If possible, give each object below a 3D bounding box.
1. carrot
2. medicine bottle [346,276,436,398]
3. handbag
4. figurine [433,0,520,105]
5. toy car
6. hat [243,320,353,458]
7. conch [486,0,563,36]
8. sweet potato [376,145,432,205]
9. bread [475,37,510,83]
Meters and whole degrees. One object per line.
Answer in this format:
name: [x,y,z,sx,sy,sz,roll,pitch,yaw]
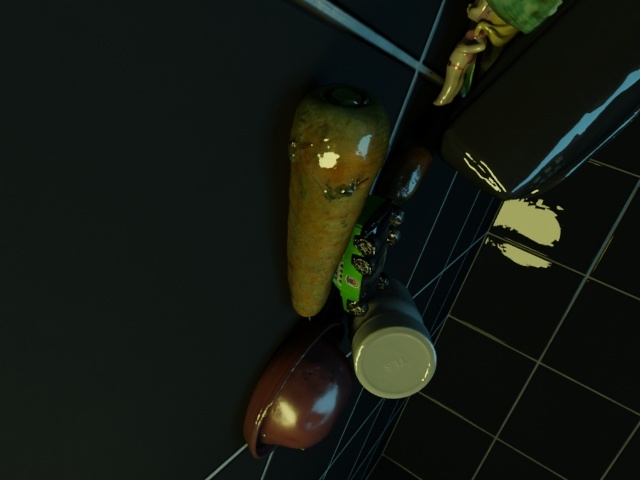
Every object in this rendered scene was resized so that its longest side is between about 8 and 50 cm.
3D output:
carrot: [0.000,0.000,0.445,0.078,0.078,0.298,-46,157,-38]
medicine bottle: [0.089,0.123,0.655,0.168,0.104,0.105,-92,-159,-73]
handbag: [0.310,-0.181,0.653,0.302,0.178,0.275,-46,172,12]
figurine: [0.210,-0.257,0.624,0.083,0.083,0.188,-27,148,-57]
toy car: [0.049,0.020,0.580,0.071,0.062,0.165,-46,153,-35]
hat: [-0.013,0.195,0.607,0.205,0.089,0.206,-50,156,-31]
conch: [0.226,-0.334,0.492,0.188,0.121,0.176,-59,153,-5]
sweet potato: [0.094,-0.069,0.615,0.117,0.049,0.049,-51,158,-3]
bread: [0.327,-0.331,0.848,0.251,0.038,0.182,-53,157,-26]
